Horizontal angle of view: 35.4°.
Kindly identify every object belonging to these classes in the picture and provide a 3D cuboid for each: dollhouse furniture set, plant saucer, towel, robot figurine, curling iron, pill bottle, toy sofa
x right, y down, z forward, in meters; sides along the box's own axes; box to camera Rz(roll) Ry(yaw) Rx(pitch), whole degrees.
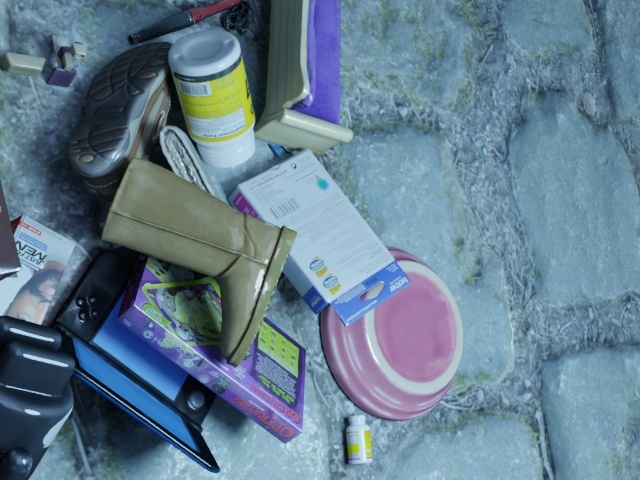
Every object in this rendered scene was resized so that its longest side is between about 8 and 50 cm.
[{"bbox_3d":[-0.434,-0.304,1.554,0.114,0.091,0.081,3,60,-35],"label":"dollhouse furniture set"},{"bbox_3d":[0.153,0.168,1.878,0.332,0.084,0.332,13,69,-36],"label":"plant saucer"},{"bbox_3d":[-0.182,-0.053,1.623,0.049,0.187,0.282,-27,95,-3],"label":"towel"},{"bbox_3d":[-0.430,0.233,1.279,0.173,0.278,0.209,33,12,-4],"label":"robot figurine"},{"bbox_3d":[-0.220,-0.383,1.769,0.274,0.035,0.068,-23,92,-41],"label":"curling iron"},{"bbox_3d":[-0.173,-0.230,1.654,0.119,0.119,0.209,-52,148,-36],"label":"pill bottle"},{"bbox_3d":[0.068,0.354,1.780,0.043,0.043,0.083,6,74,-38],"label":"pill bottle"},{"bbox_3d":[-0.014,-0.354,1.826,0.150,0.177,0.363,15,65,-33],"label":"toy sofa"}]

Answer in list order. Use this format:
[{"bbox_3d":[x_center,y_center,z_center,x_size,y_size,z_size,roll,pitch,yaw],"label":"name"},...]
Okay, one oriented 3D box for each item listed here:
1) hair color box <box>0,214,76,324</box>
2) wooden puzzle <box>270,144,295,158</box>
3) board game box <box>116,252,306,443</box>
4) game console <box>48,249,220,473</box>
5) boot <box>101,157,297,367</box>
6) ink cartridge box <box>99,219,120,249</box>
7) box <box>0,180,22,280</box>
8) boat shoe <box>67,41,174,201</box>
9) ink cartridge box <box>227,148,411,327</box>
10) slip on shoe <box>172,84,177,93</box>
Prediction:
[{"bbox_3d":[-0.434,0.058,1.458,0.093,0.053,0.167,32,61,-29],"label":"hair color box"},{"bbox_3d":[-0.065,-0.207,1.858,0.078,0.014,0.116,49,52,-11],"label":"wooden puzzle"},{"bbox_3d":[-0.160,0.152,1.594,0.347,0.056,0.208,41,21,-22],"label":"board game box"},{"bbox_3d":[-0.243,0.174,1.499,0.293,0.173,0.250,42,55,-23],"label":"game console"},{"bbox_3d":[-0.198,0.034,1.494,0.269,0.089,0.236,22,80,-5],"label":"boot"},{"bbox_3d":[-0.305,-0.028,1.601,0.083,0.028,0.048,-37,101,-39],"label":"ink cartridge box"},{"bbox_3d":[-0.534,-0.113,1.337,0.143,0.191,0.382,-9,83,-40],"label":"box"},{"bbox_3d":[-0.306,-0.194,1.610,0.116,0.123,0.324,72,29,-44],"label":"boat shoe"},{"bbox_3d":[0.000,0.000,1.762,0.185,0.065,0.311,-31,77,-39],"label":"ink cartridge box"},{"bbox_3d":[-0.208,-0.248,1.739,0.135,0.051,0.041,31,99,-37],"label":"slip on shoe"}]
